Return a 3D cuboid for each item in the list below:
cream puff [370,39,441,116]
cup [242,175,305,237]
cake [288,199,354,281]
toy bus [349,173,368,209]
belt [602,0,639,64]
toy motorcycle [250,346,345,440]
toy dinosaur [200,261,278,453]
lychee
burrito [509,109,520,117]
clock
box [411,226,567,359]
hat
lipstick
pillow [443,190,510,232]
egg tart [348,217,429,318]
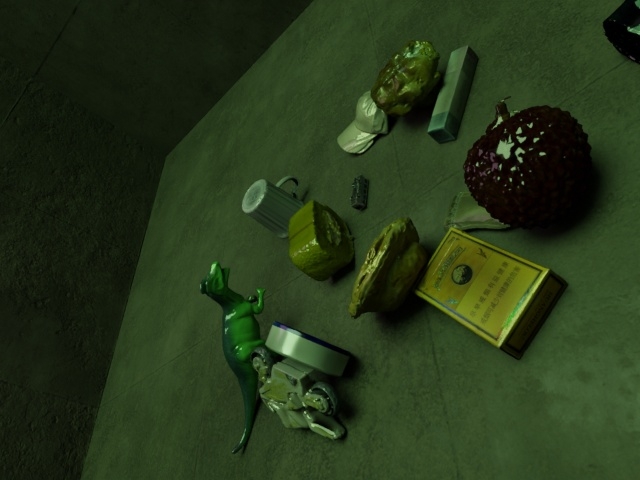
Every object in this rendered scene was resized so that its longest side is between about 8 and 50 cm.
[{"bbox_3d":[0.300,-0.515,1.652,0.282,0.185,0.282,-46,19,20],"label":"cream puff"},{"bbox_3d":[-0.180,-0.150,1.971,0.167,0.202,0.221,-19,50,41],"label":"cup"},{"bbox_3d":[0.000,0.000,1.635,0.156,0.179,0.260,-36,36,29],"label":"cake"},{"bbox_3d":[0.132,-0.163,1.709,0.037,0.052,0.131,-31,40,43],"label":"toy bus"},{"bbox_3d":[0.707,-0.449,1.093,0.078,0.151,0.198,-45,37,19],"label":"belt"},{"bbox_3d":[-0.070,0.432,1.385,0.340,0.108,0.223,14,117,42],"label":"toy motorcycle"},{"bbox_3d":[-0.274,0.360,1.541,0.144,0.374,0.500,-7,56,41],"label":"toy dinosaur"},{"bbox_3d":[0.448,-0.170,1.106,0.264,0.264,0.300,-28,74,38],"label":"lychee"},{"bbox_3d":[0.512,-0.279,1.312,0.058,0.045,0.188,-9,50,19],"label":"burrito"},{"bbox_3d":[-0.035,0.299,1.388,0.230,0.230,0.083,8,75,55],"label":"clock"},{"bbox_3d":[0.367,0.106,1.148,0.193,0.084,0.301,-57,33,1],"label":"box"},{"bbox_3d":[0.145,-0.451,1.855,0.226,0.164,0.219,-21,42,14],"label":"hat"},{"bbox_3d":[0.412,-0.454,1.564,0.068,0.066,0.317,-6,59,53],"label":"lipstick"},{"bbox_3d":[0.411,-0.078,1.287,0.217,0.033,0.130,0,62,52],"label":"pillow"},{"bbox_3d":[0.184,0.088,1.298,0.128,0.319,0.319,29,87,15],"label":"egg tart"}]
